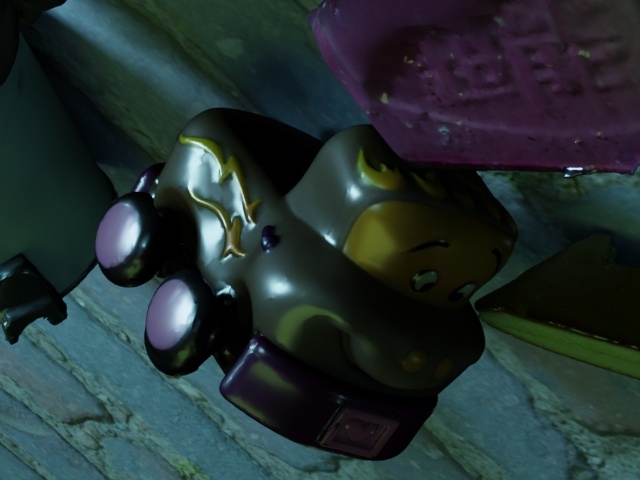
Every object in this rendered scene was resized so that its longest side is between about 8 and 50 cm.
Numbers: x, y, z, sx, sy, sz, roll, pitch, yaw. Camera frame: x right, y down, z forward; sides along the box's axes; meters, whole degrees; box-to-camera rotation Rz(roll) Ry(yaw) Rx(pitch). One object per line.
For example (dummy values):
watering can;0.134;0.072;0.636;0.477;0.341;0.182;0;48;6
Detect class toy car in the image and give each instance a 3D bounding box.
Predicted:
toy car;0.000;0.000;1.549;0.271;0.240;0.340;18;-157;-41

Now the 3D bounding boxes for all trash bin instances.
trash bin;-0.335;-0.082;1.799;0.277;0.217;0.262;63;179;44

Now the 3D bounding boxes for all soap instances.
soap;0.144;-0.148;1.281;0.325;0.127;0.220;1;141;45

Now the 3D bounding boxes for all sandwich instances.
sandwich;0.250;0.059;1.553;0.244;0.088;0.090;15;157;25

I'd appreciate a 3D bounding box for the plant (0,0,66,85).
plant;-0.280;-0.254;1.521;0.181;0.194;0.320;45;149;4
